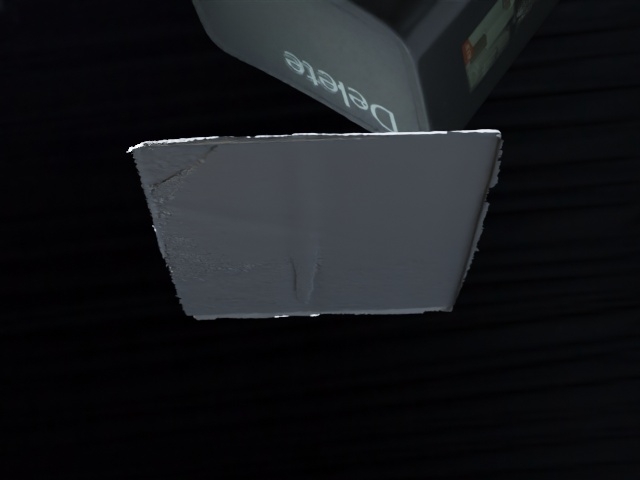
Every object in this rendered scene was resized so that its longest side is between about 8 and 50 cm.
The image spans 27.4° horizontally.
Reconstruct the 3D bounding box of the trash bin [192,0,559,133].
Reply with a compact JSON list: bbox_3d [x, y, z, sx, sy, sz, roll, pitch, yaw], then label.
[{"bbox_3d":[0.058,-0.179,0.694,0.225,0.165,0.115,-49,-29,-17],"label":"trash bin"}]

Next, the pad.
[{"bbox_3d":[0.000,0.000,0.631,0.232,0.156,0.004,89,179,-69],"label":"pad"}]
